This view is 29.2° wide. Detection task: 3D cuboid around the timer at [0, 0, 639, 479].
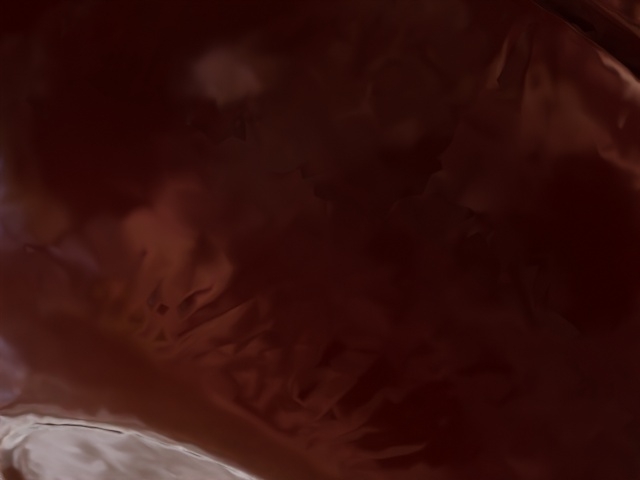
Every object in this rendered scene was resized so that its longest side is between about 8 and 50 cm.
[{"bbox_3d":[0.000,0.000,0.499,0.378,0.378,0.279,77,-148,-50],"label":"timer"}]
